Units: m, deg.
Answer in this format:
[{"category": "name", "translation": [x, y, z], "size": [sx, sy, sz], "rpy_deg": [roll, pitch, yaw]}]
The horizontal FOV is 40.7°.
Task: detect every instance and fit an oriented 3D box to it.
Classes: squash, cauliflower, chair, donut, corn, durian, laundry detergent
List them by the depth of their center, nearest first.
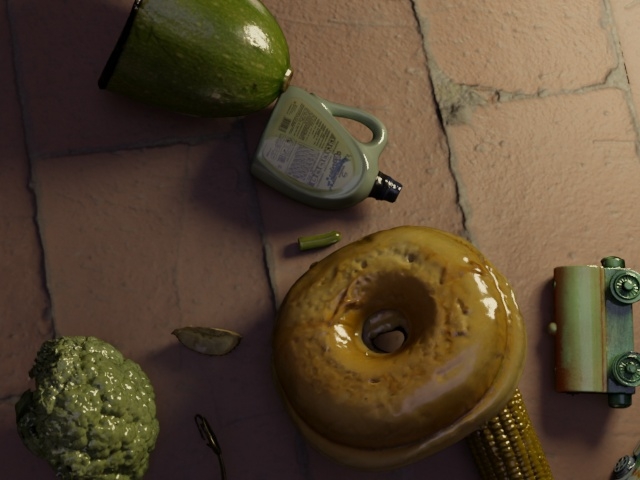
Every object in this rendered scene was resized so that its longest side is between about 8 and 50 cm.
[{"category": "cauliflower", "translation": [-0.413, 0.301, 1.443], "size": [0.250, 0.272, 0.275], "rpy_deg": [-9, 62, 23]}, {"category": "chair", "translation": [-0.215, 0.476, 1.457], "size": [0.170, 0.160, 0.325], "rpy_deg": [-20, 86, -11]}, {"category": "donut", "translation": [0.125, 0.176, 1.475], "size": [0.449, 0.198, 0.448], "rpy_deg": [-8, 61, 14]}, {"category": "corn", "translation": [0.334, 0.372, 1.548], "size": [0.131, 0.131, 0.344], "rpy_deg": [-22, 83, -10]}, {"category": "durian", "translation": [-0.203, 0.181, 1.558], "size": [0.130, 0.066, 0.052], "rpy_deg": [4, 78, 4]}, {"category": "squash", "translation": [-0.204, -0.355, 1.582], "size": [0.309, 0.310, 0.310], "rpy_deg": [24, 77, -18]}, {"category": "laundry detergent", "translation": [0.026, -0.160, 1.629], "size": [0.281, 0.105, 0.214], "rpy_deg": [21, 75, 0]}, {"category": "squash", "translation": [0.000, 0.000, 1.635], "size": [0.083, 0.027, 0.027], "rpy_deg": [-11, 80, -9]}]

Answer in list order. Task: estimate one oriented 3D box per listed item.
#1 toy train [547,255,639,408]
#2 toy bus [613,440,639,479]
[{"category": "toy train", "translation": [0.517, 0.169, 1.622], "size": [0.177, 0.116, 0.285], "rpy_deg": [1, 79, 6]}, {"category": "toy bus", "translation": [0.649, 0.383, 1.574], "size": [0.109, 0.136, 0.329], "rpy_deg": [38, 79, 0]}]
